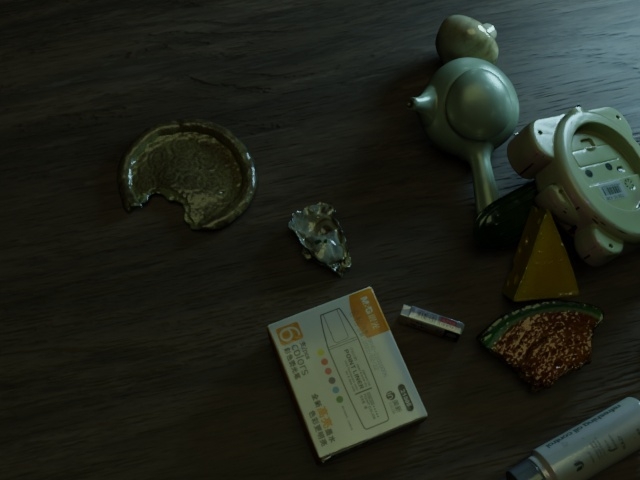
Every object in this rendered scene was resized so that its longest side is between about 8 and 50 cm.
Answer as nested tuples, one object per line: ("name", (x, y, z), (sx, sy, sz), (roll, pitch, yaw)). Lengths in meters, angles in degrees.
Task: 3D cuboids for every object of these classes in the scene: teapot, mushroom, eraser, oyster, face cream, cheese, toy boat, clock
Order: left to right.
("oyster", (-0.002, -0.001, 1.612), (0.108, 0.053, 0.165), (-11, 59, -24))
("eraser", (0.211, 0.159, 1.541), (0.122, 0.052, 0.029), (18, 66, 9))
("mushroom", (0.322, -0.423, 1.737), (0.122, 0.154, 0.154), (-39, 72, -9))
("teapot", (0.333, -0.222, 1.656), (0.220, 0.149, 0.318), (-34, 95, 1))
("toy boat", (0.389, -0.048, 1.599), (0.210, 0.052, 0.104), (-26, 109, -23))
("cheese", (0.417, 0.022, 1.539), (0.126, 0.093, 0.171), (-3, 97, -1))
("face cream", (0.444, 0.386, 1.421), (0.311, 0.092, 0.092), (-27, 69, -9))
("clock", (0.543, -0.111, 1.584), (0.284, 0.114, 0.309), (-13, 70, -31))

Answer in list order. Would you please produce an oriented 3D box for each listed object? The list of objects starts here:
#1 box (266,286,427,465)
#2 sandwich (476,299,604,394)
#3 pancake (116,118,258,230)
("box", (0.044, 0.246, 1.483), (0.221, 0.091, 0.274), (-22, 69, -9))
("sandwich", (0.424, 0.186, 1.520), (0.235, 0.079, 0.159), (-29, 80, -7))
("pancake", (-0.282, -0.135, 1.682), (0.286, 0.033, 0.288), (-29, 70, -12))
